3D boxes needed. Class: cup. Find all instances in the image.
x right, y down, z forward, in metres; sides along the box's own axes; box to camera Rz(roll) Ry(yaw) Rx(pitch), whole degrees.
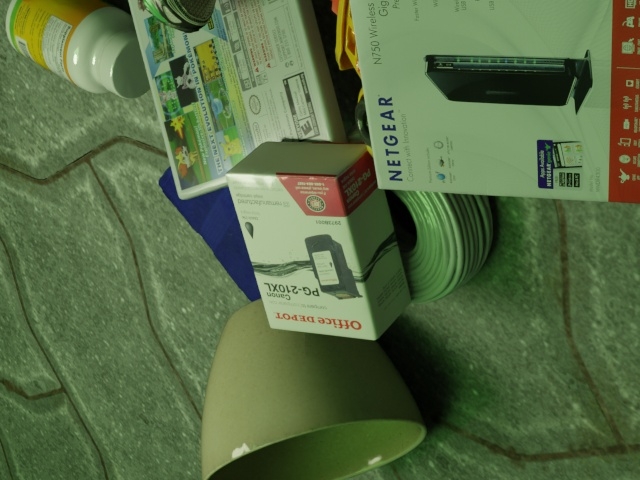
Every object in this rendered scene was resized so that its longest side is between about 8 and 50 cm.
[{"bbox_3d":[-0.034,0.212,1.931,0.331,0.331,0.237,-48,51,53],"label":"cup"}]

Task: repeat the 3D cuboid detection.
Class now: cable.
[{"bbox_3d":[0.106,-0.041,1.728,0.257,0.089,0.257,-11,106,53],"label":"cable"}]

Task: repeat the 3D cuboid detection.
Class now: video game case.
[{"bbox_3d":[-0.121,-0.246,1.773,0.300,0.036,0.329,-15,89,40],"label":"video game case"}]

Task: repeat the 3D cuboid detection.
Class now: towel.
[{"bbox_3d":[-0.115,-0.034,2.019,0.308,0.076,0.228,52,151,8],"label":"towel"}]

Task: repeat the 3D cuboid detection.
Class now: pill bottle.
[{"bbox_3d":[-0.363,-0.309,2.046,0.245,0.136,0.136,30,136,33],"label":"pill bottle"}]

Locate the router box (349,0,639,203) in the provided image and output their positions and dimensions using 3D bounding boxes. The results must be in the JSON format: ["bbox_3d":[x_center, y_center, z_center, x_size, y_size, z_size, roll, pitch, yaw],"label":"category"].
[{"bbox_3d":[0.193,-0.189,1.354,0.301,0.082,0.335,3,137,15],"label":"router box"}]

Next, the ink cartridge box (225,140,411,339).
[{"bbox_3d":[0.000,0.000,1.686,0.172,0.100,0.237,4,122,33],"label":"ink cartridge box"}]

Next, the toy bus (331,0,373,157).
[{"bbox_3d":[0.081,-0.235,1.585,0.211,0.149,0.220,48,147,37],"label":"toy bus"}]

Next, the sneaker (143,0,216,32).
[{"bbox_3d":[-0.159,-0.433,1.650,0.146,0.134,0.344,10,100,41],"label":"sneaker"}]
